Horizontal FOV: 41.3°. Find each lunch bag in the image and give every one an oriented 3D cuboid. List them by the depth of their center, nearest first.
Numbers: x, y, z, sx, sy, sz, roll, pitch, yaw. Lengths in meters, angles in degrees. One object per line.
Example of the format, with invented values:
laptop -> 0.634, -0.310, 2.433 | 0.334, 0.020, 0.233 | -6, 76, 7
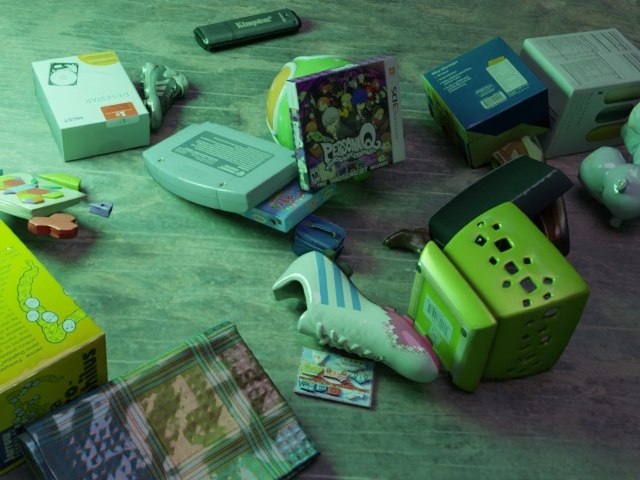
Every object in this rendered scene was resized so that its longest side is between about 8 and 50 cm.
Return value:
lunch bag -> 0.000, 0.000, 1.594 | 0.098, 0.065, 0.067 | 24, 46, 13

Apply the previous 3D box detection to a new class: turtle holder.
turtle holder -> 0.037, -0.279, 1.757 | 0.320, 0.243, 0.227 | -22, 37, -24

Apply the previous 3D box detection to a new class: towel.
towel -> -0.209, 0.298, 1.232 | 0.370, 0.040, 0.271 | -28, 74, -33

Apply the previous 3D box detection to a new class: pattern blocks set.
pattern blocks set -> -0.530, -0.082, 1.514 | 0.325, 0.026, 0.285 | 12, 20, 10

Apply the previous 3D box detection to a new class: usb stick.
usb stick -> -0.176, -0.517, 2.080 | 0.278, 0.045, 0.077 | -20, 52, -28

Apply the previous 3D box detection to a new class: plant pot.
plant pot -> 0.281, 0.106, 1.443 | 0.207, 0.227, 0.228 | -19, 52, -20

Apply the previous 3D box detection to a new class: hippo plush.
hippo plush -> 0.686, -0.123, 1.797 | 0.236, 0.234, 0.294 | -36, 52, -7

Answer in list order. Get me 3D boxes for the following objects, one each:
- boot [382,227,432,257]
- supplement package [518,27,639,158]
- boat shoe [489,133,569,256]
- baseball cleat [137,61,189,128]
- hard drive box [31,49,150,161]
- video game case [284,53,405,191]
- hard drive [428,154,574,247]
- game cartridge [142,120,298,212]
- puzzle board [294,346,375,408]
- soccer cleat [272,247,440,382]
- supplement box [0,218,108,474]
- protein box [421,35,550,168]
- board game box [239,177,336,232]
boot -> 0.187, 0.029, 1.628 | 0.106, 0.037, 0.114 | -14, 55, -21
supplement package -> 0.597, -0.340, 1.952 | 0.263, 0.199, 0.198 | -12, 50, -22
boat shoe -> 0.424, -0.085, 1.741 | 0.120, 0.122, 0.324 | -14, 42, 8
baseball cleat -> -0.335, -0.318, 1.836 | 0.109, 0.072, 0.206 | 1, 49, -19
hard drive box -> -0.476, -0.283, 1.760 | 0.181, 0.089, 0.232 | -16, 51, -24
video game case -> 0.052, -0.223, 1.602 | 0.232, 0.210, 0.042 | -20, 26, -27
hard drive -> 0.335, -0.071, 1.624 | 0.255, 0.054, 0.172 | -34, 24, -4
game cartridge -> -0.197, -0.145, 1.653 | 0.297, 0.062, 0.198 | 23, 49, 35
puzzle board -> 0.026, 0.226, 1.417 | 0.128, 0.011, 0.096 | 12, 45, 0
soccer cleat -> 0.051, 0.150, 1.440 | 0.143, 0.116, 0.331 | -35, 56, -22
supplement box -> -0.500, 0.131, 1.275 | 0.195, 0.194, 0.356 | -31, 59, -34
protein box -> 0.364, -0.305, 1.869 | 0.200, 0.136, 0.201 | -27, 52, -2
board game box -> -0.101, -0.099, 1.653 | 0.211, 0.039, 0.160 | 21, 43, 32
